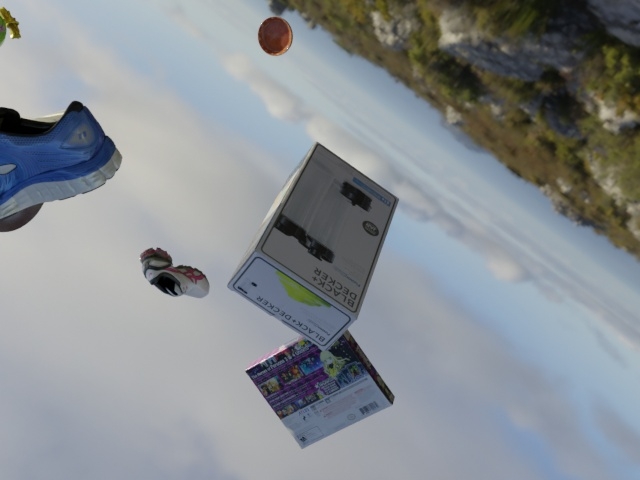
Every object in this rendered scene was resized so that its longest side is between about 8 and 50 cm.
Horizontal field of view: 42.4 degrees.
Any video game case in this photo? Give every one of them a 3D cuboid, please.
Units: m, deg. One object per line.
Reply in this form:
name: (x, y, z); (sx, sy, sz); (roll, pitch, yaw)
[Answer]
video game case: (-0.003, 0.289, 1.664); (0.210, 0.232, 0.042); (55, -157, -8)

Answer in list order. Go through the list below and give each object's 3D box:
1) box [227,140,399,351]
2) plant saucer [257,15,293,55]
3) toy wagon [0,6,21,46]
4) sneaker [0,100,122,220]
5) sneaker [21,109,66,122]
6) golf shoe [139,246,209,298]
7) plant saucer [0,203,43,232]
box: (0.000, 0.000, 1.196); (0.169, 0.087, 0.290); (35, -140, -7)
plant saucer: (-0.097, -0.442, 1.788); (0.083, 0.083, 0.013); (39, -155, 11)
toy wagon: (-0.713, -0.352, 1.497); (0.267, 0.344, 0.068); (63, 155, -6)
sneaker: (-0.460, -0.113, 1.176); (0.129, 0.330, 0.147); (-109, -1, -65)
sneaker: (-0.616, -0.205, 1.713); (0.105, 0.281, 0.115); (67, -157, -16)
golf shoe: (-0.290, 0.087, 1.659); (0.186, 0.067, 0.086); (34, -149, -48)
plant saucer: (-0.626, -0.116, 1.628); (0.199, 0.198, 0.036); (40, -175, 20)
